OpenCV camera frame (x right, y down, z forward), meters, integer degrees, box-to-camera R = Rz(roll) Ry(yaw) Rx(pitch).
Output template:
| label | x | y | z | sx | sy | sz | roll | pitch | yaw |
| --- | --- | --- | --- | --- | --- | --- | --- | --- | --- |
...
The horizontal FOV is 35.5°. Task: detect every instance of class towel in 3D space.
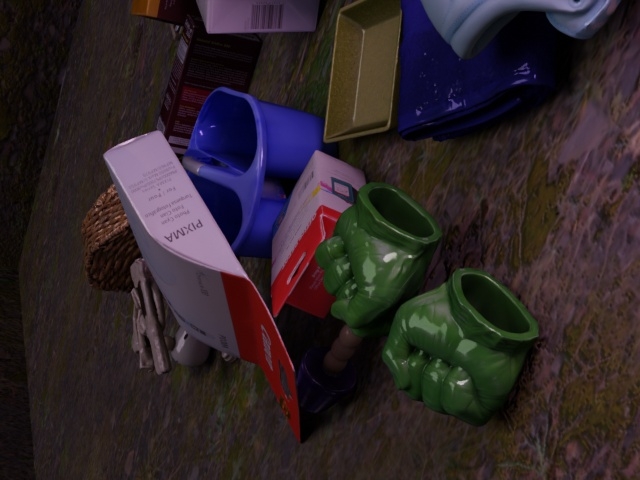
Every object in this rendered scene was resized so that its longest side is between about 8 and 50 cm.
| label | x | y | z | sx | sy | sz | roll | pitch | yaw |
| --- | --- | --- | --- | --- | --- | --- | --- | --- | --- |
| towel | 0.174 | -0.271 | 1.071 | 0.227 | 0.076 | 0.308 | -14 | 69 | 56 |

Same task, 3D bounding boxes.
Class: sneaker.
| label | x | y | z | sx | sy | sz | roll | pitch | yaw |
| --- | --- | --- | --- | --- | --- | --- | --- | --- | --- |
| sneaker | 0.243 | -0.260 | 0.853 | 0.365 | 0.135 | 0.150 | -16 | 102 | 46 |

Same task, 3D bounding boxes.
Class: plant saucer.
| label | x | y | z | sx | sy | sz | roll | pitch | yaw |
| --- | --- | --- | --- | --- | --- | --- | --- | --- | --- |
| plant saucer | 0.072 | -0.222 | 1.294 | 0.188 | 0.045 | 0.189 | 180 | 97 | -65 |

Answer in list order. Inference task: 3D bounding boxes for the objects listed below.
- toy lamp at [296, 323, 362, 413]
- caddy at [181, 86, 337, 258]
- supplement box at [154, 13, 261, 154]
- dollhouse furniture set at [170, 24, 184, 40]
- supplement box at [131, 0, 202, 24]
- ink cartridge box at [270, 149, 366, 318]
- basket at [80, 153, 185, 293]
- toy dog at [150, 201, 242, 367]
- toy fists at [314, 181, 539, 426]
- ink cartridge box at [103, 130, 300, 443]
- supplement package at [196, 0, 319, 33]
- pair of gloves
| label | x | y | z | sx | sy | sz | roll | pitch | yaw |
| --- | --- | --- | --- | --- | --- | --- | --- | --- | --- |
| toy lamp | 0.039 | 0.111 | 1.225 | 0.080 | 0.080 | 0.275 | -109 | 35 | -44 |
| caddy | -0.118 | -0.101 | 1.507 | 0.341 | 0.179 | 0.241 | -150 | 70 | -63 |
| supplement box | -0.206 | -0.272 | 1.803 | 0.240 | 0.130 | 0.073 | -69 | 27 | 24 |
| dollhouse furniture set | -0.318 | -0.504 | 2.048 | 0.129 | 0.183 | 0.129 | -65 | 30 | 33 |
| supplement box | -0.222 | -0.483 | 1.824 | 0.129 | 0.194 | 0.191 | 29 | 109 | 64 |
| ink cartridge box | 0.000 | 0.000 | 1.257 | 0.134 | 0.078 | 0.231 | -59 | 17 | 26 |
| basket | -0.354 | -0.053 | 1.954 | 0.299 | 0.213 | 0.223 | -45 | 44 | 52 |
| toy dog | -0.235 | 0.050 | 1.731 | 0.220 | 0.160 | 0.334 | 168 | 109 | -64 |
| toy fists | 0.094 | 0.070 | 1.033 | 0.279 | 0.096 | 0.142 | 46 | 129 | 33 |
| ink cartridge box | -0.152 | 0.085 | 1.349 | 0.385 | 0.091 | 0.308 | 59 | 166 | 24 |
| supplement package | -0.116 | -0.472 | 1.581 | 0.293 | 0.177 | 0.175 | -111 | 22 | -47 |
| pair of gloves | -0.307 | 0.132 | 1.744 | 0.240 | 0.042 | 0.204 | 168 | 95 | -72 |
